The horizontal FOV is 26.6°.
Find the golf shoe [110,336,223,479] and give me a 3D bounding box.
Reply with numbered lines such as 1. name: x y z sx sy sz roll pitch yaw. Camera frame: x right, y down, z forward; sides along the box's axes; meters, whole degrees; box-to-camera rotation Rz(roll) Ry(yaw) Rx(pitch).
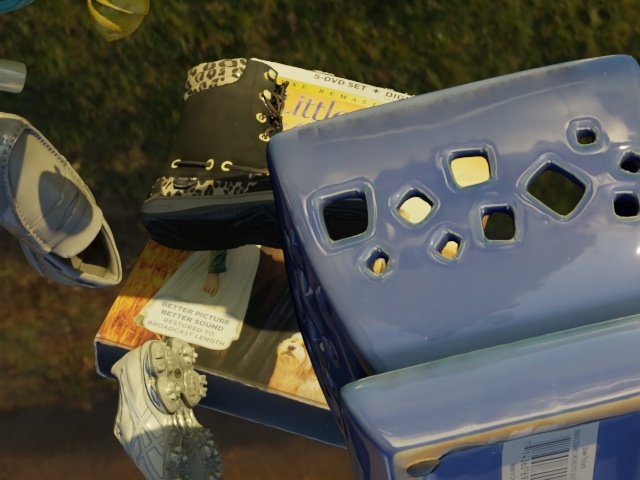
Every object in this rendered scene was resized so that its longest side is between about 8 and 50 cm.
1. golf shoe: -0.136 0.175 1.160 0.086 0.176 0.069 -17 165 35

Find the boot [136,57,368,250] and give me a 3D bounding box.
1. boot: -0.041 -0.083 1.208 0.236 0.179 0.085 -3 148 22

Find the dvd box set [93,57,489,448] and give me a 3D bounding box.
1. dvd box set: 0.000 0.000 1.348 0.307 0.420 0.062 16 139 10

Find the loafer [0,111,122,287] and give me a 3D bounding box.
1. loafer: -0.294 -0.037 1.497 0.111 0.112 0.319 19 161 16

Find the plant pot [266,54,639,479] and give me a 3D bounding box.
1. plant pot: 0.106 0.057 0.830 0.235 0.212 0.236 -12 144 -1

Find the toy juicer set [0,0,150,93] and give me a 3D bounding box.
1. toy juicer set: -0.259 -0.234 1.177 0.329 0.090 0.209 -30 144 29
